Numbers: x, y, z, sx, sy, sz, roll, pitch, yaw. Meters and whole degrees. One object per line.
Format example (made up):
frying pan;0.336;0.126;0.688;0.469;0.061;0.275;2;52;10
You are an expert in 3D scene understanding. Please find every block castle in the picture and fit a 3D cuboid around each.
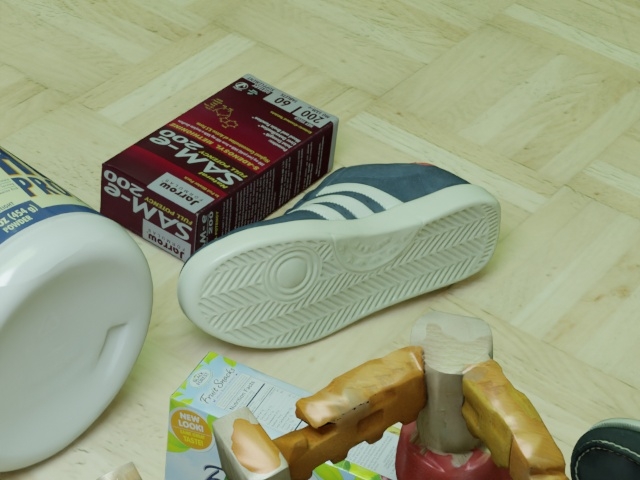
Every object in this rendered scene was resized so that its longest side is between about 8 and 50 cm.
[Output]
block castle;-0.015;0.275;0.955;0.453;0.212;0.303;-26;52;-16

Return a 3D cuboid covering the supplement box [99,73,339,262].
supplement box;-0.103;-0.078;1.644;0.130;0.073;0.239;28;43;24

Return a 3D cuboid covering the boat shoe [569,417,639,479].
boat shoe;0.299;0.269;1.214;0.113;0.127;0.340;-12;49;-41

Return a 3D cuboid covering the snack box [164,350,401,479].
snack box;-0.017;0.201;1.210;0.207;0.174;0.070;20;39;16

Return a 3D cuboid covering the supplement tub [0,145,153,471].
supplement tub;-0.329;0.022;1.343;0.325;0.235;0.235;32;44;28

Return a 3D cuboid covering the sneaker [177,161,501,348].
sneaker;0.000;0.000;1.529;0.350;0.131;0.148;-12;34;-31
